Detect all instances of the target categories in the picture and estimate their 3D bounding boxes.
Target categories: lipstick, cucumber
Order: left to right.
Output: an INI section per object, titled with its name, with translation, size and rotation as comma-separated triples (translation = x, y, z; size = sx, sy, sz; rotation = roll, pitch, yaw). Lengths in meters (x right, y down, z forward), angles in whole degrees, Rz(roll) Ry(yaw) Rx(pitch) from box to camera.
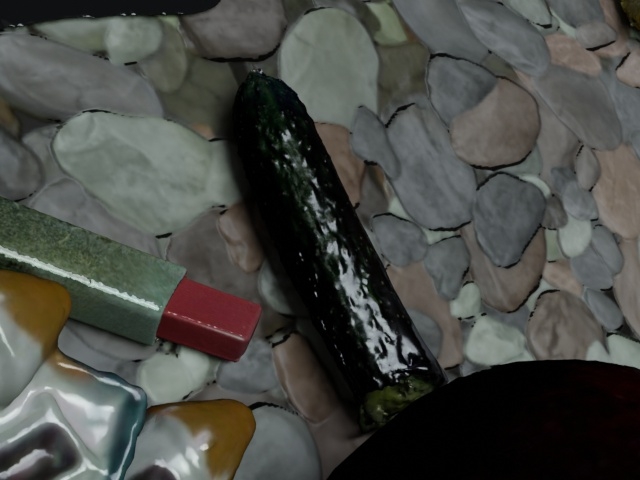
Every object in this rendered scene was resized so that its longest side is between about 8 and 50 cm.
[lipstick]
translation = -0.166, 0.005, 0.587
size = 0.312, 0.051, 0.051
rotation = 23, 57, -23
[cucumber]
translation = 0.000, 0.000, 0.687
size = 0.067, 0.067, 0.245
rotation = -21, 80, -37

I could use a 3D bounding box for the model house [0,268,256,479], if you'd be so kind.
[model house]
translation = -0.123, 0.137, 0.468
size = 0.300, 0.190, 0.271
rotation = -33, 86, -39

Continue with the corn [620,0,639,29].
[corn]
translation = 0.393, -0.206, 1.020
size = 0.260, 0.091, 0.091
rotation = 4, 69, -26

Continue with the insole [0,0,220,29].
[insole]
translation = -0.200, -0.172, 0.675
size = 0.322, 0.007, 0.109
rotation = -10, 76, -36

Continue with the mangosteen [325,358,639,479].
[mangosteen]
translation = 0.129, 0.207, 0.522
size = 0.330, 0.330, 0.330
rotation = 14, 62, -27
